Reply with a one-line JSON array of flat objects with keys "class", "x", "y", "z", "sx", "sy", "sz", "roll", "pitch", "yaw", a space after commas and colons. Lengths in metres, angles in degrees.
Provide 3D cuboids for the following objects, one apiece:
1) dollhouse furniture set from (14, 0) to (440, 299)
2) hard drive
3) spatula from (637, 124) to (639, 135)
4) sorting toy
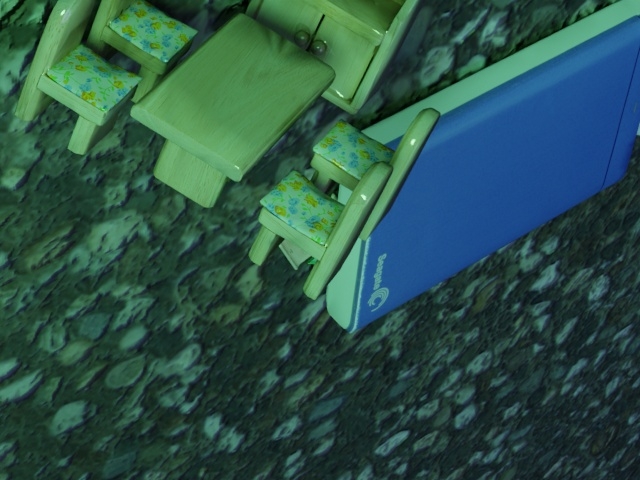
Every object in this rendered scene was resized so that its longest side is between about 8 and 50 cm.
[{"class": "dollhouse furniture set", "x": -0.020, "y": -0.127, "z": 1.171, "sx": 0.242, "sy": 0.212, "sz": 0.161, "roll": -50, "pitch": 170, "yaw": -52}, {"class": "hard drive", "x": 0.148, "y": -0.066, "z": 1.621, "sx": 0.319, "sy": 0.040, "sz": 0.210, "roll": -28, "pitch": 146, "yaw": -27}, {"class": "spatula", "x": 0.353, "y": -0.143, "z": 1.818, "sx": 0.168, "sy": 0.019, "sz": 0.242, "roll": -52, "pitch": 151, "yaw": 20}, {"class": "sorting toy", "x": 0.000, "y": 0.000, "z": 1.576, "sx": 0.062, "sy": 0.012, "sz": 0.083, "roll": -40, "pitch": 152, "yaw": -4}]
